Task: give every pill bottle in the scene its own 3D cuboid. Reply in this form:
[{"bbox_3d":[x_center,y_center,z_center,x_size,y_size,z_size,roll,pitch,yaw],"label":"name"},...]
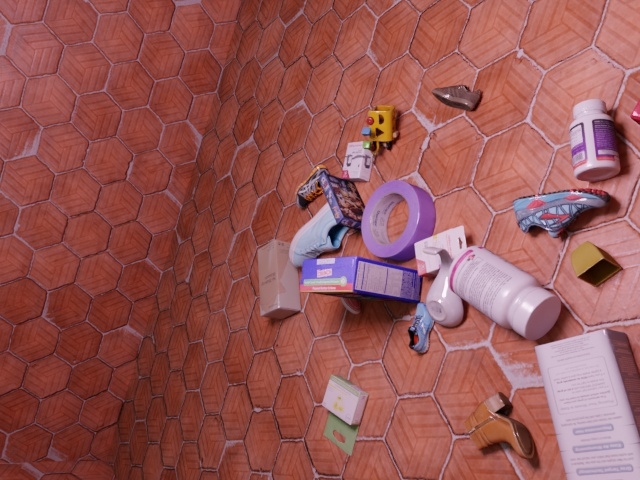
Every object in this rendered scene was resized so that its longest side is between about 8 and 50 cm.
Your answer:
[{"bbox_3d":[0.705,-0.260,1.433,0.108,0.108,0.193,-17,66,48],"label":"pill bottle"},{"bbox_3d":[0.499,0.142,1.523,0.283,0.160,0.160,40,110,50],"label":"pill bottle"}]

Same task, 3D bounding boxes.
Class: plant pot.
[{"bbox_3d":[0.681,0.051,1.393,0.081,0.081,0.083,-48,34,31],"label":"plant pot"}]

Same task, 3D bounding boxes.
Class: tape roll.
[{"bbox_3d":[0.268,-0.068,1.939,0.275,0.090,0.275,-18,66,47],"label":"tape roll"}]

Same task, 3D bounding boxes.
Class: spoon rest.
[{"bbox_3d":[0.373,0.141,1.694,0.137,0.084,0.276,14,123,47],"label":"spoon rest"}]

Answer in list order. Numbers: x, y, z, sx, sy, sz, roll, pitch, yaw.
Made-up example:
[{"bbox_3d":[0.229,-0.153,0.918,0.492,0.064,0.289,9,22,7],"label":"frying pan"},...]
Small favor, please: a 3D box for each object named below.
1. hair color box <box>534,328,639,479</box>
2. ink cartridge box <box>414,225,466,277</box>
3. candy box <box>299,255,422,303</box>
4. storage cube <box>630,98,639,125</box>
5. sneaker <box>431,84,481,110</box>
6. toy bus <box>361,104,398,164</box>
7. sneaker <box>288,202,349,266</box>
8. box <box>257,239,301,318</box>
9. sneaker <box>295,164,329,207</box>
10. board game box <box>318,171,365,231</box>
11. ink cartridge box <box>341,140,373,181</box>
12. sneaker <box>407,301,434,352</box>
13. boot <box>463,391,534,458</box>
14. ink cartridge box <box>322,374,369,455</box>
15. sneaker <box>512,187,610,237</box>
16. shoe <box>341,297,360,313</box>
[{"bbox_3d":[0.651,0.413,1.285,0.185,0.113,0.374,-30,56,43],"label":"hair color box"},{"bbox_3d":[0.398,0.037,1.759,0.198,0.067,0.115,-25,60,47],"label":"ink cartridge box"},{"bbox_3d":[0.137,0.135,1.852,0.268,0.317,0.122,-5,75,51],"label":"candy box"},{"bbox_3d":[0.847,-0.298,1.208,0.193,0.183,0.215,40,110,48],"label":"storage cube"},{"bbox_3d":[0.461,-0.491,1.866,0.071,0.066,0.188,-54,45,1],"label":"sneaker"},{"bbox_3d":[0.236,-0.405,2.068,0.104,0.202,0.191,6,75,22],"label":"toy bus"},{"bbox_3d":[0.000,0.000,2.219,0.366,0.135,0.150,-53,40,28],"label":"sneaker"},{"bbox_3d":[-0.181,0.170,2.401,0.148,0.121,0.311,-31,56,42],"label":"box"},{"bbox_3d":[-0.033,-0.220,2.375,0.215,0.084,0.083,-55,47,23],"label":"sneaker"},{"bbox_3d":[0.097,-0.145,2.117,0.042,0.165,0.243,-48,46,31],"label":"board game box"},{"bbox_3d":[0.150,-0.311,2.185,0.109,0.063,0.150,6,84,52],"label":"ink cartridge box"},{"bbox_3d":[0.318,0.278,1.778,0.063,0.073,0.162,-5,75,51],"label":"sneaker"},{"bbox_3d":[0.479,0.530,1.502,0.152,0.073,0.197,-52,32,26],"label":"boot"},{"bbox_3d":[0.073,0.626,1.994,0.171,0.056,0.235,18,91,52],"label":"ink cartridge box"},{"bbox_3d":[0.647,-0.071,1.480,0.262,0.104,0.125,-7,91,55],"label":"sneaker"},{"bbox_3d":[0.116,0.187,2.069,0.081,0.063,0.178,-59,36,28],"label":"shoe"}]
